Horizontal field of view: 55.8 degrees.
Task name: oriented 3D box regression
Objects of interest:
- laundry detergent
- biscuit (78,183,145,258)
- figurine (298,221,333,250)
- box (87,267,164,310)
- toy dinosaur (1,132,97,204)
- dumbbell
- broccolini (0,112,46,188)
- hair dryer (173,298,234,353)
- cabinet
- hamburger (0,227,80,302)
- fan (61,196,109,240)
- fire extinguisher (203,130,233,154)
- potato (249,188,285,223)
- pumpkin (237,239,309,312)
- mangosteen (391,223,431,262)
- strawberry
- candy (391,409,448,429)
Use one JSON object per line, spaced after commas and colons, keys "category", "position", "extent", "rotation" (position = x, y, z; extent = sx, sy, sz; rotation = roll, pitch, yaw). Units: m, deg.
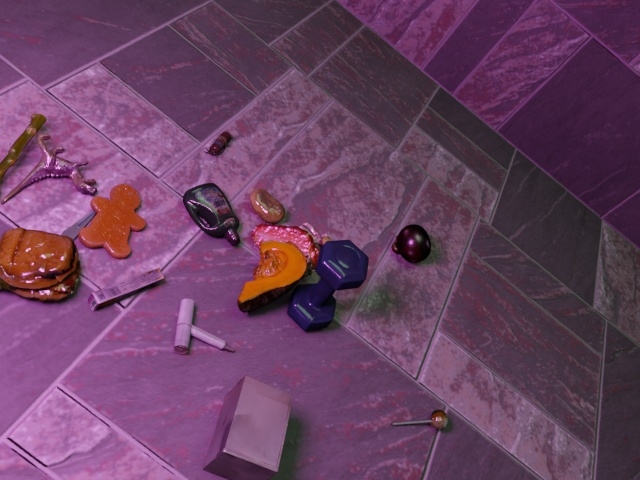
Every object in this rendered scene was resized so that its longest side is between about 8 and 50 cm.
{"category": "laundry detergent", "position": [-0.333, -0.072, 1.904], "extent": [0.144, 0.078, 0.222], "rotation": [-21, 72, -41]}
{"category": "biscuit", "position": [-0.589, -0.062, 1.739], "extent": [0.165, 0.036, 0.250], "rotation": [29, 45, -26]}
{"category": "figurine", "position": [0.000, 0.000, 2.085], "extent": [0.187, 0.083, 0.083], "rotation": [44, 43, 17]}
{"category": "box", "position": [-0.521, 0.130, 1.627], "extent": [0.207, 0.050, 0.041], "rotation": [-24, 76, -44]}
{"category": "toy dinosaur", "position": [-0.768, -0.199, 1.705], "extent": [0.251, 0.072, 0.200], "rotation": [1, 64, -45]}
{"category": "dumbbell", "position": [0.018, 0.138, 1.798], "extent": [0.160, 0.325, 0.144], "rotation": [-5, 56, -31]}
{"category": "broccolini", "position": [-0.854, -0.197, 1.611], "extent": [0.074, 0.079, 0.392], "rotation": [17, 52, -3]}
{"category": "hair dryer", "position": [-0.315, 0.256, 1.685], "extent": [0.183, 0.044, 0.155], "rotation": [21, 48, -27]}
{"category": "cabinet", "position": [-0.177, 0.482, 1.520], "extent": [0.150, 0.145, 0.206], "rotation": [26, 45, -14]}
{"category": "hamburger", "position": [-0.703, 0.050, 1.509], "extent": [0.206, 0.130, 0.183], "rotation": [17, 46, -20]}
{"category": "fan", "position": [-0.660, -0.064, 1.708], "extent": [0.038, 0.016, 0.193], "rotation": [34, 44, -5]}
{"category": "fire extinguisher", "position": [-0.357, -0.334, 2.121], "extent": [0.056, 0.039, 0.132], "rotation": [28, 44, -1]}
{"category": "potato", "position": [-0.182, -0.114, 2.044], "extent": [0.138, 0.070, 0.091], "rotation": [43, 48, 4]}
{"category": "pumpkin", "position": [-0.130, 0.131, 1.813], "extent": [0.163, 0.111, 0.278], "rotation": [8, 43, 10]}
{"category": "mangosteen", "position": [0.341, 0.014, 2.273], "extent": [0.152, 0.152, 0.152], "rotation": [19, 48, -22]}
{"category": "strawberry", "position": [-0.102, 0.035, 1.968], "extent": [0.175, 0.107, 0.236], "rotation": [-31, 70, -6]}
{"category": "candy", "position": [0.308, 0.561, 1.875], "extent": [0.202, 0.061, 0.061], "rotation": [3, 55, -23]}
